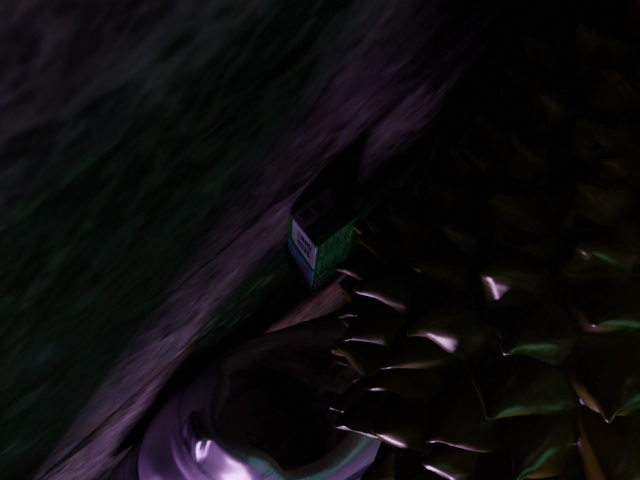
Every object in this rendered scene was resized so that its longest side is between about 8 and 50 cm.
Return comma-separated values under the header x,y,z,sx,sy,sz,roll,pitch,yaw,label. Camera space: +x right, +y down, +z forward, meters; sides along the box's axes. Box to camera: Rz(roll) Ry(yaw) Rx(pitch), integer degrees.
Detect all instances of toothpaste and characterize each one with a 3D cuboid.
x,y,z,sx,sy,sz,roll,pitch,yaw,label
0.000,0.000,0.514,0.020,0.017,0.083,-38,170,-10,toothpaste

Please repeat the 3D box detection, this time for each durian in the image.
x,y,z,sx,sy,sz,roll,pitch,yaw,label
0.123,0.010,0.456,0.291,0.224,0.291,-38,-144,34,durian

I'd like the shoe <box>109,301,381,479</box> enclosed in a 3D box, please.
x,y,z,sx,sy,sz,roll,pitch,yaw,label
0.021,0.070,0.647,0.245,0.095,0.137,-22,165,-25,shoe
